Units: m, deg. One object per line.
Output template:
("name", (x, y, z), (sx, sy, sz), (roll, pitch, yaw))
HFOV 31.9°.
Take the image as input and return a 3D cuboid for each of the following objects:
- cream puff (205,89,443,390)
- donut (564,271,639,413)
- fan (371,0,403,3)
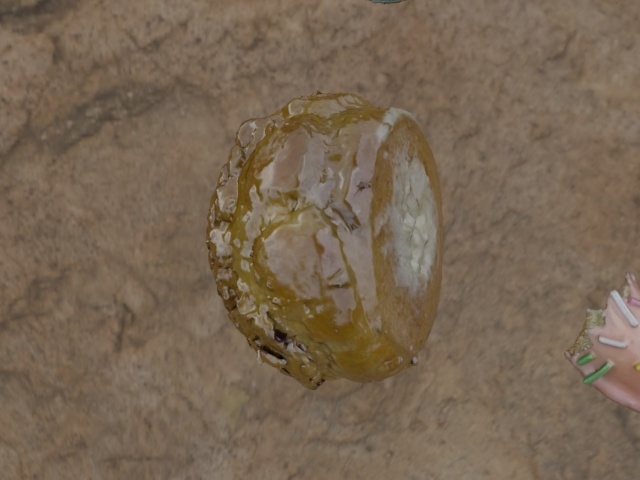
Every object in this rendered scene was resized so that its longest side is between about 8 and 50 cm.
("cream puff", (0.000, 0.000, 0.606), (0.115, 0.150, 0.165), (-5, 49, 28))
("donut", (0.230, 0.051, 0.683), (0.117, 0.065, 0.166), (44, 57, 5))
("fan", (0.010, -0.135, 0.486), (0.133, 0.005, 0.085), (-22, 81, 12))
